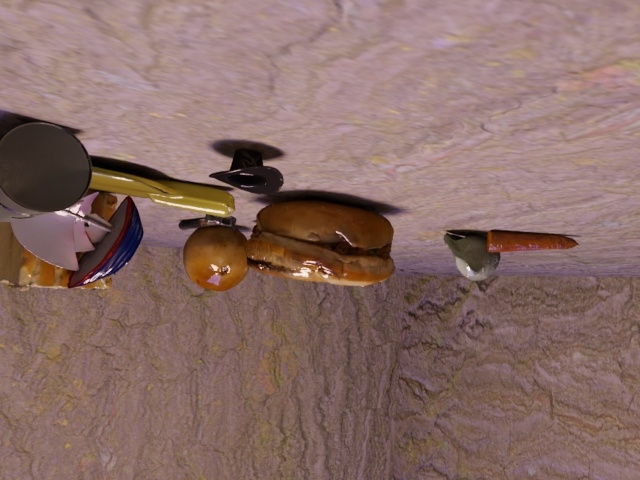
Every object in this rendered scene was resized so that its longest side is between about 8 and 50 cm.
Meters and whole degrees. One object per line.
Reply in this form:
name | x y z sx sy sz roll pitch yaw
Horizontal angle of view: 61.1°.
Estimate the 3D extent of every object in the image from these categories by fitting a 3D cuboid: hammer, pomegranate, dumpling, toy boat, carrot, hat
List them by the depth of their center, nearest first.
hat | -0.110 -0.105 0.804 0.121 0.050 0.121 4 169 1
toy boat | -0.513 0.000 1.101 0.072 0.218 0.318 30 -160 38
carrot | 0.533 0.003 1.358 0.225 0.057 0.057 0 174 8
dumpling | 0.415 0.030 1.447 0.108 0.152 0.219 -25 175 25
hammer | -0.350 -0.051 1.612 0.111 0.033 0.288 11 172 -39
pomegranate | -0.329 0.057 1.739 0.234 0.232 0.233 5 174 0

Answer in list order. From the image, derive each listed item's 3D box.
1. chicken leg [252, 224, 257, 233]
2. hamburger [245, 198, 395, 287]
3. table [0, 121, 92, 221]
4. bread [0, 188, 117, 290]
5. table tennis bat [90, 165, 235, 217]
chicken leg | -0.071 -0.021 1.494 0.323 0.082 0.177 4 160 32
hamburger | -0.002 0.006 1.190 0.305 0.174 0.284 10 174 -41
table | -0.442 -0.096 0.807 0.127 0.126 0.220 10 171 -42
bread | -0.574 -0.006 1.200 0.111 0.245 0.239 -4 171 30
table tennis bat | -0.343 -0.103 1.042 0.369 0.054 0.224 11 175 -22
